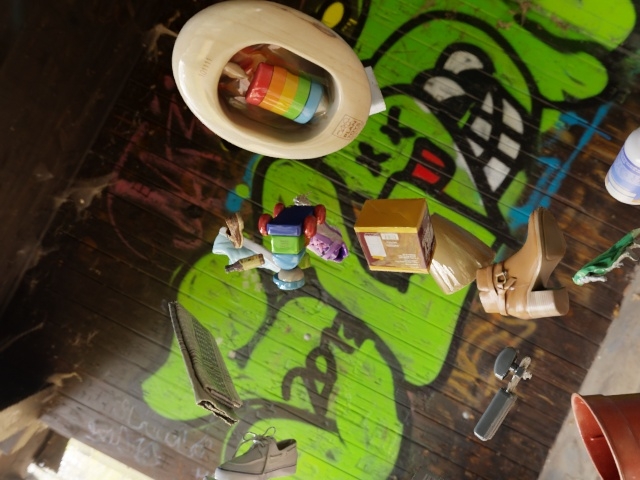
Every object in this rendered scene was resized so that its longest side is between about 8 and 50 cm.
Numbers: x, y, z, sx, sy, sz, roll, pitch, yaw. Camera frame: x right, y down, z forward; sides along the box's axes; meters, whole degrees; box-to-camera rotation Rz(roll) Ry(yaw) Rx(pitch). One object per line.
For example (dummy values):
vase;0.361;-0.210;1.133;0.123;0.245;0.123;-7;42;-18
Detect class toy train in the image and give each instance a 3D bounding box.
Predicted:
toy train;-0.041;-0.008;0.844;0.248;0.105;0.143;-58;-31;-68

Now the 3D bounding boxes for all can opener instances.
can opener;0.529;0.449;1.192;0.074;0.093;0.280;23;-86;-47

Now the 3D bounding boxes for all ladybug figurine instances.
ladybug figurine;-0.088;-0.339;0.881;0.305;0.450;0.161;-52;40;29

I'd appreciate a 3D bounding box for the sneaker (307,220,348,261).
sneaker;0.000;0.000;1.056;0.095;0.104;0.237;-42;-33;18

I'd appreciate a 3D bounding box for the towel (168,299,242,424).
towel;-0.324;0.356;1.180;0.056;0.324;0.312;-25;-33;-9

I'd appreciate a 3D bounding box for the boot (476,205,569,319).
boot;0.522;0.065;1.078;0.220;0.109;0.282;-15;81;60

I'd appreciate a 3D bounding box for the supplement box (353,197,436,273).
supplement box;0.235;-0.014;1.245;0.129;0.192;0.194;-63;-38;-37

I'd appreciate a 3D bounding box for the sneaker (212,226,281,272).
sneaker;-0.305;0.078;1.742;0.150;0.366;0.135;-62;-24;-3

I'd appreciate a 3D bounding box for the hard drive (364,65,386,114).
hard drive;0.030;-0.426;1.262;0.040;0.308;0.202;63;-166;-51

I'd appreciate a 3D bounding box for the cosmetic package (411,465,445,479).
cosmetic package;0.377;0.967;1.477;0.107;0.127;0.237;-13;-64;-56

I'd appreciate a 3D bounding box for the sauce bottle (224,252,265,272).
sauce bottle;-0.245;0.076;1.314;0.042;0.128;0.042;163;90;-89

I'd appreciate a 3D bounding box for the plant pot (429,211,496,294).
plant pot;0.460;0.028;1.497;0.237;0.254;0.237;-42;-4;-3

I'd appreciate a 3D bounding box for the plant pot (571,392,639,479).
plant pot;0.890;0.533;1.106;0.272;0.266;0.272;-16;-90;-78

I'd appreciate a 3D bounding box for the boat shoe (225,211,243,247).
boat shoe;-0.315;-0.032;1.468;0.060;0.064;0.177;-18;-32;-22

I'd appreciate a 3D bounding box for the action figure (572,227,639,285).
action figure;0.753;0.068;1.084;0.137;0.063;0.232;-35;-19;-17

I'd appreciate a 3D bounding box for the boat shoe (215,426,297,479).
boat shoe;-0.189;0.694;1.338;0.367;0.136;0.156;29;-117;-50

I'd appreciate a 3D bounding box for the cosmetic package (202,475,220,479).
cosmetic package;-0.203;0.618;0.628;0.285;0.097;0.376;-12;44;55

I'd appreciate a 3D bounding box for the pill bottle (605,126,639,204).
pill bottle;0.918;-0.228;1.129;0.152;0.153;0.272;-63;-26;-15
